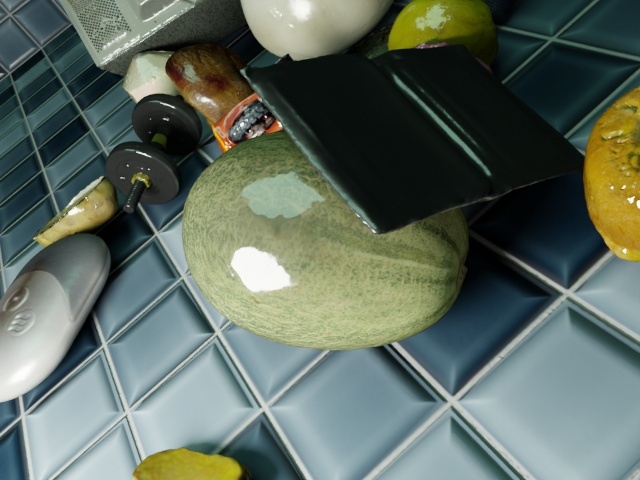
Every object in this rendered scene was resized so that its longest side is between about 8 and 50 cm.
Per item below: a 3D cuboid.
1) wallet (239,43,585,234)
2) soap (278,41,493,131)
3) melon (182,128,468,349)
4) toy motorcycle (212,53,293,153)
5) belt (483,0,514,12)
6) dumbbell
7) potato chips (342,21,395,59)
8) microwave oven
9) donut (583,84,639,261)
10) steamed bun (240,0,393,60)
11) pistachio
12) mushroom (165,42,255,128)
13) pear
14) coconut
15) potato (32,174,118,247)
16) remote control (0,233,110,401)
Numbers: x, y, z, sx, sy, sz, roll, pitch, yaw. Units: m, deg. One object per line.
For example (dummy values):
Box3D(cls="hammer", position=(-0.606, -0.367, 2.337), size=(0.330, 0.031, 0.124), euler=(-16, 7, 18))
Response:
Box3D(cls="wallet", position=(0.110, -0.129, 0.648), size=(0.323, 0.041, 0.247), euler=(-16, 55, -33))
Box3D(cls="soap", position=(0.088, -0.150, 0.860), size=(0.325, 0.127, 0.220), euler=(-32, 36, 14))
Box3D(cls="melon", position=(0.000, 0.000, 0.689), size=(0.330, 0.248, 0.248), euler=(11, 57, 22))
Box3D(cls="toy motorcycle", position=(-0.080, -0.211, 1.000), size=(0.171, 0.089, 0.298), euler=(-46, 1, 38))
Box3D(cls="belt", position=(0.254, -0.463, 1.058), size=(0.140, 0.126, 0.230), euler=(-13, 39, -8))
Box3D(cls="dumbbell", position=(-0.322, -0.179, 1.190), size=(0.143, 0.143, 0.325), euler=(-13, 45, 27))
Box3D(cls="potato chips", position=(0.124, -0.339, 1.106), size=(0.202, 0.029, 0.219), euler=(-15, 42, 21))
Box3D(cls="microwave oven", position=(-0.342, -0.599, 1.431), size=(0.432, 0.236, 0.374), euler=(-28, 3, 12))
Box3D(cls="donut", position=(0.374, -0.074, 0.595), size=(0.227, 0.113, 0.226), euler=(-22, 40, 19))
Box3D(cls="steamed bun", position=(0.005, -0.484, 1.193), size=(0.325, 0.206, 0.324), euler=(-23, 38, 19))
Box3D(cls="pistachio", position=(-0.145, 0.284, 0.680), size=(0.173, 0.049, 0.089), euler=(-4, 27, 36))
Box3D(cls="mushroom", position=(-0.196, -0.304, 1.182), size=(0.138, 0.194, 0.231), euler=(-38, 50, 0))
Box3D(cls="pear", position=(0.189, -0.306, 0.931), size=(0.162, 0.148, 0.148), euler=(-5, 49, 25))
Box3D(cls="coconut", position=(-0.372, -0.364, 1.400), size=(0.147, 0.152, 0.147), euler=(-19, 45, 20))
Box3D(cls="potato", position=(-0.468, -0.041, 1.196), size=(0.200, 0.081, 0.164), euler=(-31, 23, 29))
Box3D(cls="remote control", position=(-0.481, 0.122, 1.046), size=(0.221, 0.103, 0.331), euler=(-7, 47, 30))
